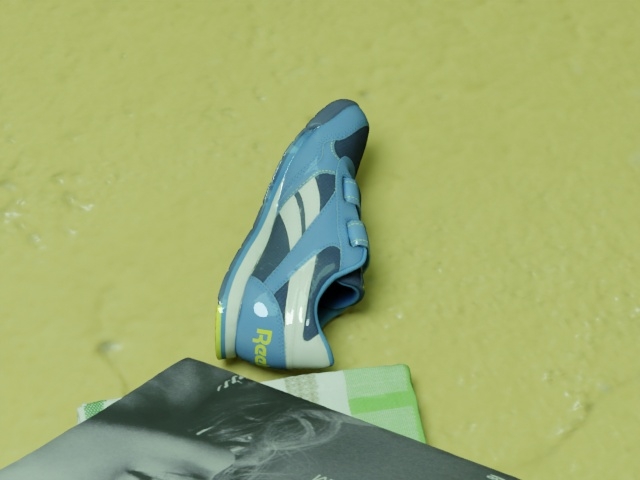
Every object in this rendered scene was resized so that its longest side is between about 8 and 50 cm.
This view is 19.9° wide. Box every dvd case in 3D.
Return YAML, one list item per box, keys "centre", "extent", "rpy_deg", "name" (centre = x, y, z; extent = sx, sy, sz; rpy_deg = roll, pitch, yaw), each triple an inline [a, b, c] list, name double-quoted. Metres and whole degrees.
- centre: [-0.046, 0.110, 0.667]
  extent: [0.165, 0.018, 0.221]
  rpy_deg: [18, 27, 26]
  name: "dvd case"

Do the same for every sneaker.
- centre: [0.000, 0.000, 0.847]
  extent: [0.059, 0.053, 0.144]
  rpy_deg: [16, 64, 14]
  name: "sneaker"

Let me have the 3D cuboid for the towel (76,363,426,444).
- centre: [-0.026, 0.112, 0.786]
  extent: [0.152, 0.023, 0.113]
  rpy_deg: [-6, 56, -6]
  name: "towel"
